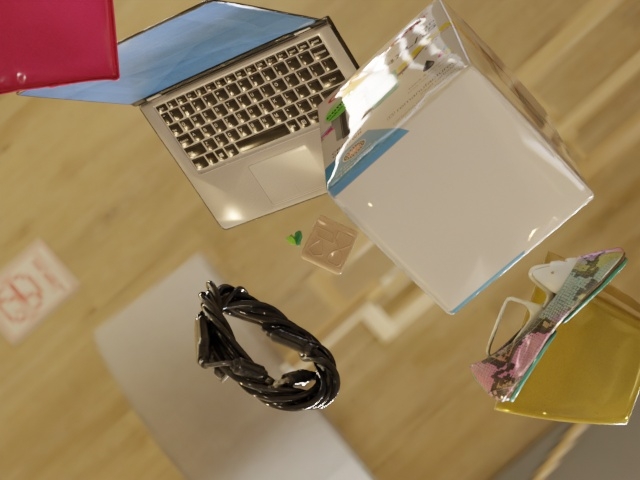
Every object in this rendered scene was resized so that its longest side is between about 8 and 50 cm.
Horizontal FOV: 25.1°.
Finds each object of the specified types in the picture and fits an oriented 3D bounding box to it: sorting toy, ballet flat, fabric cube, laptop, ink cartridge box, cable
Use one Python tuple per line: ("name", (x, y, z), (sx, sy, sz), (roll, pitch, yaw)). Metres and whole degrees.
("sorting toy", (0.000, 0.000, 1.848), (0.083, 0.062, 0.012), (25, -179, 4))
("ballet flat", (0.247, 0.079, 1.611), (0.079, 0.221, 0.077), (39, -174, 6))
("fabric cube", (-0.405, -0.325, 1.718), (0.258, 0.259, 0.254), (33, 129, 54))
("laptop", (-0.147, -0.167, 2.109), (0.408, 0.382, 0.236), (57, -143, -21))
("ink cartridge box", (0.134, -0.099, 1.551), (0.197, 0.198, 0.270), (44, -165, -19))
("cable", (-0.053, 0.097, 1.401), (0.150, 0.047, 0.184), (19, -159, -15))

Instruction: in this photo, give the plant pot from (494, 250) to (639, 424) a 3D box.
("plant pot", (0.381, 0.157, 2.098), (0.187, 0.212, 0.212), (19, -169, 8))
